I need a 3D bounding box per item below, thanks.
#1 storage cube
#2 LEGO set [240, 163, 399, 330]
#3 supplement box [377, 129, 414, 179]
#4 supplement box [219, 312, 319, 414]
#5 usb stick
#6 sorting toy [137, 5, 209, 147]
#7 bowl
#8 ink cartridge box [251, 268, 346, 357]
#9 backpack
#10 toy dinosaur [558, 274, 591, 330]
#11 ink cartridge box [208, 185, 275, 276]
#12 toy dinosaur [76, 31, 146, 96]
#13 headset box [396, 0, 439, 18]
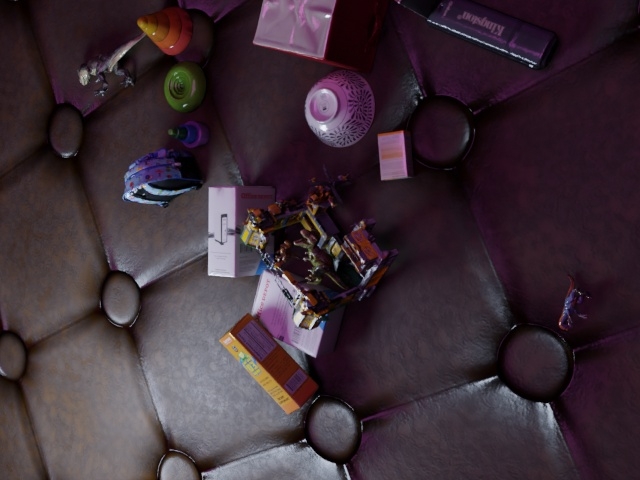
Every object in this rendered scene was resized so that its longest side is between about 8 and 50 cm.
[{"bbox_3d":[0.005,-0.466,1.659,0.215,0.193,0.183,21,103,30],"label":"storage cube"},{"bbox_3d":[0.000,0.000,1.648,0.331,0.255,0.192,63,147,26],"label":"LEGO set"},{"bbox_3d":[0.158,-0.177,1.671,0.062,0.036,0.098,-4,90,31],"label":"supplement box"},{"bbox_3d":[-0.116,0.276,1.788,0.233,0.080,0.078,48,144,1],"label":"supplement box"},{"bbox_3d":[0.327,-0.411,1.550,0.278,0.045,0.077,31,109,27],"label":"usb stick"},{"bbox_3d":[-0.367,-0.402,1.930,0.127,0.126,0.365,-17,83,31],"label":"sorting toy"},{"bbox_3d":[0.026,-0.287,1.721,0.170,0.080,0.170,2,94,30],"label":"bowl"},{"bbox_3d":[-0.050,0.159,1.790,0.191,0.082,0.139,22,104,30],"label":"ink cartridge box"},{"bbox_3d":[-0.401,-0.153,1.934,0.158,0.173,0.116,-23,81,31],"label":"backpack"},{"bbox_3d":[0.473,0.127,1.506,0.082,0.047,0.090,-55,33,31],"label":"toy dinosaur"},{"bbox_3d":[-0.179,-0.023,1.820,0.086,0.148,0.203,3,93,33],"label":"ink cartridge box"},{"bbox_3d":[-0.545,-0.446,2.076,0.268,0.064,0.118,-21,75,27],"label":"toy dinosaur"},{"bbox_3d":[0.175,-0.597,1.567,0.293,0.110,0.218,50,116,31],"label":"headset box"}]
